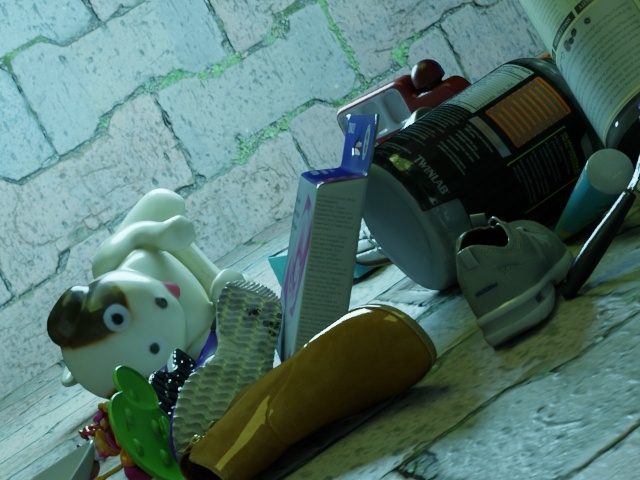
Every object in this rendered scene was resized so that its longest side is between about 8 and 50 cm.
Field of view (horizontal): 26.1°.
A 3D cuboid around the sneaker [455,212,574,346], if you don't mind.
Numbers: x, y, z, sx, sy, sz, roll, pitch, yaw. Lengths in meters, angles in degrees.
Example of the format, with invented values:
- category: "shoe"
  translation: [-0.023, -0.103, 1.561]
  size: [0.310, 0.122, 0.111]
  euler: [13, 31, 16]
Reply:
- category: "sneaker"
  translation: [0.202, 0.012, 1.481]
  size: [0.105, 0.115, 0.281]
  euler: [-29, 7, 14]

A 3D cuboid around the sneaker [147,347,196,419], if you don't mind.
- category: "sneaker"
  translation: [-0.212, 0.239, 1.822]
  size: [0.124, 0.107, 0.283]
  euler: [-45, 2, 6]

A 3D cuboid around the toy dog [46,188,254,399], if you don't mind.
- category: "toy dog"
  translation: [-0.315, 0.119, 2.288]
  size: [0.395, 0.285, 0.408]
  euler: [-31, 9, 6]

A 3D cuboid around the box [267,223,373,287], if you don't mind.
- category: "box"
  translation: [0.019, 0.025, 2.295]
  size: [0.100, 0.060, 0.244]
  euler: [-29, 10, -31]

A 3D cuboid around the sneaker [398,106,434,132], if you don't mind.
- category: "sneaker"
  translation: [0.144, -0.070, 1.994]
  size: [0.083, 0.222, 0.118]
  euler: [13, -32, -23]

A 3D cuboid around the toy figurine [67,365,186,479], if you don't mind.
- category: "toy figurine"
  translation: [-0.259, 0.260, 1.637]
  size: [0.159, 0.130, 0.173]
  euler: [-41, 48, 17]

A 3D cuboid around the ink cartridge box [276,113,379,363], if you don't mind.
- category: "ink cartridge box"
  translation: [0.000, 0.000, 1.730]
  size: [0.071, 0.330, 0.324]
  euler: [7, 4, -5]

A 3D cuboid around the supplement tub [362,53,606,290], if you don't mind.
- category: "supplement tub"
  translation: [0.228, -0.102, 1.806]
  size: [0.338, 0.207, 0.207]
  euler: [-33, 7, -19]

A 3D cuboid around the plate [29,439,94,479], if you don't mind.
- category: "plate"
  translation: [-0.367, 0.366, 1.494]
  size: [0.278, 0.045, 0.277]
  euler: [-36, 15, 21]

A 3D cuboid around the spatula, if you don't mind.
- category: "spatula"
  translation: [0.316, -0.073, 1.396]
  size: [0.084, 0.030, 0.297]
  euler: [-118, 52, -82]

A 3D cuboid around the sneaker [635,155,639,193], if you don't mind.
- category: "sneaker"
  translation: [0.387, -0.063, 1.396]
  size: [0.131, 0.112, 0.296]
  euler: [-51, 2, 18]

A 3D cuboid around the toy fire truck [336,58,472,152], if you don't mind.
- category: "toy fire truck"
  translation: [0.173, -0.142, 2.127]
  size: [0.169, 0.254, 0.302]
  euler: [-36, 9, -37]

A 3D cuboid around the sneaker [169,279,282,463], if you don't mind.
- category: "sneaker"
  translation: [-0.114, 0.193, 1.674]
  size: [0.293, 0.102, 0.146]
  euler: [-71, -1, -50]

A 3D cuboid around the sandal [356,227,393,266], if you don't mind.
- category: "sandal"
  translation: [0.151, 0.002, 2.002]
  size: [0.219, 0.060, 0.090]
  euler: [-17, 37, 5]

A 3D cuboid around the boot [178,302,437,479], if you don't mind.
- category: "boot"
  translation: [-0.021, 0.177, 1.404]
  size: [0.211, 0.104, 0.295]
  euler: [-41, 6, -31]

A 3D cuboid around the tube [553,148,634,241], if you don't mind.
- category: "tube"
  translation: [0.307, -0.044, 1.575]
  size: [0.080, 0.052, 0.207]
  euler: [-29, -14, -9]

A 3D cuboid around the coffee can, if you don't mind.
- category: "coffee can"
  translation: [0.374, -0.244, 1.639]
  size: [0.201, 0.275, 0.201]
  euler: [-19, -28, -11]
